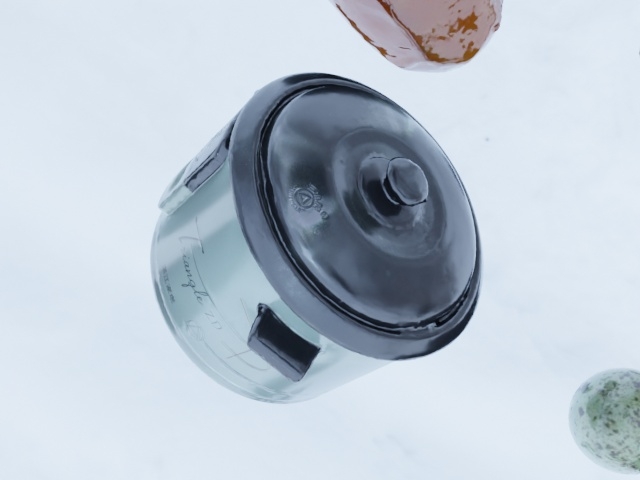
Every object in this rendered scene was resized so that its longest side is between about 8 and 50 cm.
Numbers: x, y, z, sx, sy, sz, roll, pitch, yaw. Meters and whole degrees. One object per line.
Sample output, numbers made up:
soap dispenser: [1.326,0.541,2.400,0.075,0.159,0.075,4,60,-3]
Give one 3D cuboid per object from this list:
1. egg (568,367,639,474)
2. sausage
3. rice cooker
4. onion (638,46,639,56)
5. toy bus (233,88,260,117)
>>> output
egg: [0.245,0.146,0.690,0.085,0.110,0.085,1,73,-5]
sausage: [0.078,-0.264,0.809,0.153,0.141,0.268,-42,136,8]
rice cooker: [0.000,0.000,0.690,0.241,0.227,0.280,42,47,-13]
onion: [0.617,-0.356,1.382,0.195,0.140,0.218,-7,113,22]
toy bus: [-0.022,-0.100,1.170,0.079,0.094,0.236,-28,84,-45]
